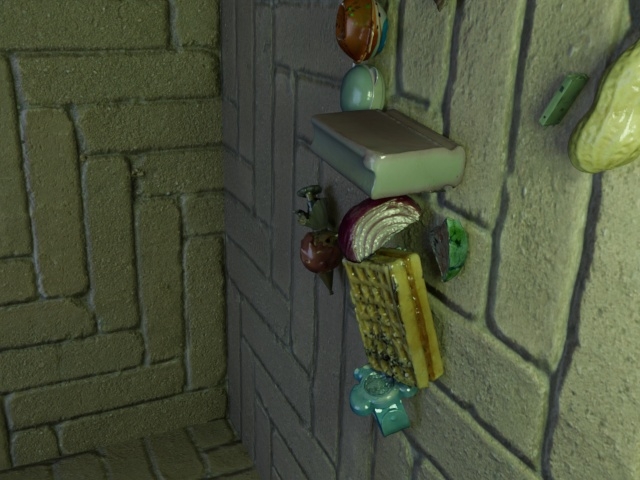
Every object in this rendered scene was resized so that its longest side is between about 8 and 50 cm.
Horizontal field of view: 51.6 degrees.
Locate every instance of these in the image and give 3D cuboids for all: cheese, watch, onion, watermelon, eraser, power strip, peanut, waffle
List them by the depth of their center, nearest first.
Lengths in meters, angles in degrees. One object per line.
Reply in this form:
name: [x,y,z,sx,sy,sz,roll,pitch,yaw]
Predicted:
peanut: [0.514,-0.218,1.117,0.123,0.124,0.256,62,145,40]
power strip: [0.467,-0.267,1.285,0.019,0.051,0.136,59,149,30]
watermelon: [0.326,0.005,1.679,0.139,0.071,0.187,-121,24,-56]
eraser: [0.164,-0.237,1.712,0.359,0.272,0.122,-133,42,-55]
onion: [0.135,-0.070,1.856,0.111,0.250,0.247,48,-175,-24]
waffle: [0.198,0.208,1.859,0.261,0.114,0.376,9,117,57]
cheese: [0.107,-0.631,1.916,0.329,0.129,0.216,-110,26,-57]
watch: [0.195,0.486,2.013,0.211,0.211,0.193,51,163,51]

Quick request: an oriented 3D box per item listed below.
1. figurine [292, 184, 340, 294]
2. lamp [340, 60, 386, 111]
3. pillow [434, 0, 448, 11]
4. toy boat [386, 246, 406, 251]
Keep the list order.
figurine: [0.000,0.000,2.330,0.207,0.166,0.386,24,-128,-77]
lamp: [0.114,-0.416,1.985,0.179,0.108,0.246,-121,32,-51]
pillow: [0.280,-0.672,1.601,0.135,0.049,0.248,110,149,-45]
toy boat: [0.239,0.097,1.911,0.069,0.059,0.172,-26,79,66]
